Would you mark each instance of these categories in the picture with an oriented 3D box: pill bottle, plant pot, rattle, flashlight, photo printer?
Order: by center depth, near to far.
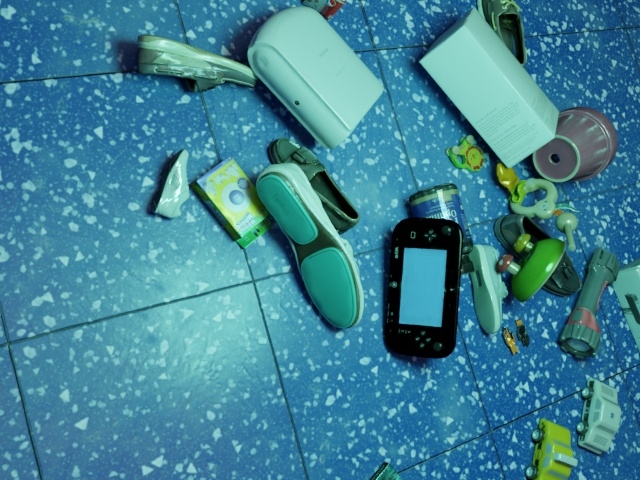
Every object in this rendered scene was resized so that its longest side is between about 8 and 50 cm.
[{"bbox_3d":[-0.014,-0.389,1.657,0.307,0.107,0.256,47,42,-10],"label":"photo printer"},{"bbox_3d":[0.299,-0.019,1.753,0.122,0.123,0.219,-12,83,-29],"label":"pill bottle"},{"bbox_3d":[0.560,-0.124,1.857,0.130,0.200,0.143,-24,123,-9],"label":"rattle"},{"bbox_3d":[0.663,-0.241,1.928,0.180,0.201,0.201,-30,92,-45],"label":"plant pot"},{"bbox_3d":[0.737,0.170,1.954,0.103,0.103,0.304,26,59,12],"label":"flashlight"}]

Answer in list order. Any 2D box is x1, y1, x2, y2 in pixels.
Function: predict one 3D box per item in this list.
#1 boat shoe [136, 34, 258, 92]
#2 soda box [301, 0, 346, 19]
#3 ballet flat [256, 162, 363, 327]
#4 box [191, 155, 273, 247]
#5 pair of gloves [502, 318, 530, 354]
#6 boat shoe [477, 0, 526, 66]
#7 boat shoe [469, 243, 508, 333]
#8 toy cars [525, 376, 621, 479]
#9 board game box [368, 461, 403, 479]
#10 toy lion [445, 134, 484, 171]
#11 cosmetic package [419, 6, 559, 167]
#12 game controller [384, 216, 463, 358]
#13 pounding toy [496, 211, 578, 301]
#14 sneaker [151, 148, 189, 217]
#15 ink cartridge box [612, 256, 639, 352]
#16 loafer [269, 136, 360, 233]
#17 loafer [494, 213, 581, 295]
[{"bbox_3d":[-0.266,-0.366,1.564,0.285,0.102,0.092,8,102,-40],"label":"boat shoe"},{"bbox_3d":[0.044,-0.687,1.799,0.083,0.092,0.263,27,67,-19],"label":"soda box"},{"bbox_3d":[0.000,0.000,1.590,0.139,0.139,0.400,-36,104,-29],"label":"ballet flat"},{"bbox_3d":[-0.182,-0.081,1.565,0.105,0.043,0.179,-43,100,-29],"label":"box"},{"bbox_3d":[0.503,0.247,1.860,0.083,0.010,0.074,-20,86,-32],"label":"pair of gloves"},{"bbox_3d":[0.514,-0.609,2.022,0.116,0.096,0.325,6,75,-26],"label":"boat shoe"},{"bbox_3d":[0.431,0.118,1.813,0.081,0.079,0.228,-2,76,-23],"label":"boat shoe"},{"bbox_3d":[0.661,0.499,1.837,0.393,0.087,0.177,-28,92,-30],"label":"toy cars"},{"bbox_3d":[0.124,0.595,1.569,0.186,0.026,0.126,-41,98,-29],"label":"board game box"},{"bbox_3d":[0.387,-0.221,1.903,0.100,0.034,0.096,-36,103,-29],"label":"toy lion"},{"bbox_3d":[0.443,-0.396,1.867,0.365,0.155,0.197,47,36,-8],"label":"cosmetic package"},{"bbox_3d":[0.238,0.107,1.661,0.166,0.067,0.319,4,86,13],"label":"game controller"},{"bbox_3d":[0.517,0.030,1.773,0.110,0.237,0.183,34,35,4],"label":"pounding toy"},{"bbox_3d":[-0.302,-0.117,1.510,0.061,0.053,0.152,26,73,-30],"label":"sneaker"},{"bbox_3d":[0.967,0.178,2.058,0.197,0.114,0.273,-21,89,-29],"label":"ink cartridge box"},{"bbox_3d":[-0.005,-0.135,1.645,0.267,0.084,0.096,50,61,-9],"label":"loafer"},{"bbox_3d":[0.589,0.040,1.904,0.302,0.095,0.109,40,64,-13],"label":"loafer"}]
